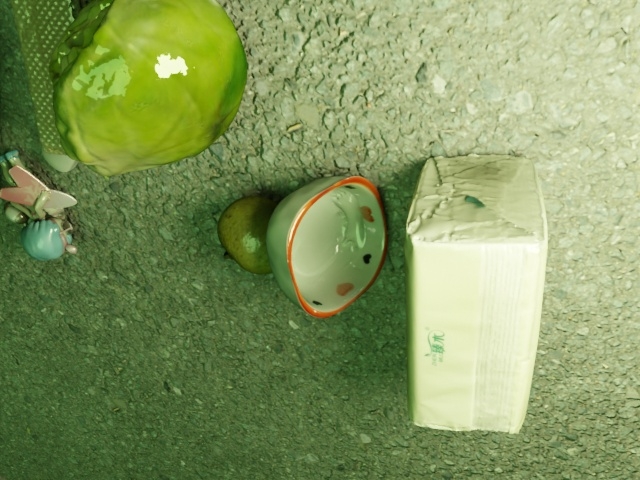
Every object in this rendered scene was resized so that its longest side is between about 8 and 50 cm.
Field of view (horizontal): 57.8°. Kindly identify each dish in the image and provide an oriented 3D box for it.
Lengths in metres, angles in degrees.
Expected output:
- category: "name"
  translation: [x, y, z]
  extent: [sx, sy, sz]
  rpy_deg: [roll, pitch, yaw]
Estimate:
- category: "dish"
  translation: [0.000, 0.000, 1.046]
  extent: [0.117, 0.256, 0.256]
  rpy_deg: [19, 133, 44]

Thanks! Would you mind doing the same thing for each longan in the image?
- category: "longan"
  translation: [-0.129, -0.005, 1.122]
  extent: [0.176, 0.145, 0.155]
  rpy_deg: [-25, 85, 26]

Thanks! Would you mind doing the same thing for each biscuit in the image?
- category: "biscuit"
  translation: [-0.457, -0.358, 1.014]
  extent: [0.143, 0.078, 0.426]
  rpy_deg: [8, 116, 12]

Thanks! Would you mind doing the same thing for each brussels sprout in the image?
- category: "brussels sprout"
  translation: [-0.279, -0.259, 0.916]
  extent: [0.344, 0.344, 0.268]
  rpy_deg: [-29, 77, 32]

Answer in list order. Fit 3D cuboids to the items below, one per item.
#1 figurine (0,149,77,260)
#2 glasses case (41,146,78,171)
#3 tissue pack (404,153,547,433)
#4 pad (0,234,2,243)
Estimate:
- category: "figurine"
  translation: [-0.661, -0.068, 1.296]
  extent: [0.205, 0.103, 0.260]
  rpy_deg: [-13, 107, 24]
- category: "glasses case"
  translation: [-0.502, -0.215, 1.172]
  extent: [0.076, 0.049, 0.197]
  rpy_deg: [42, 124, -8]
- category: "tissue pack"
  translation: [0.249, 0.081, 0.958]
  extent: [0.207, 0.297, 0.381]
  rpy_deg: [3, 121, 15]
- category: "pad"
  translation: [-0.917, -0.082, 1.435]
  extent: [0.264, 0.009, 0.160]
  rpy_deg: [12, 125, 11]
